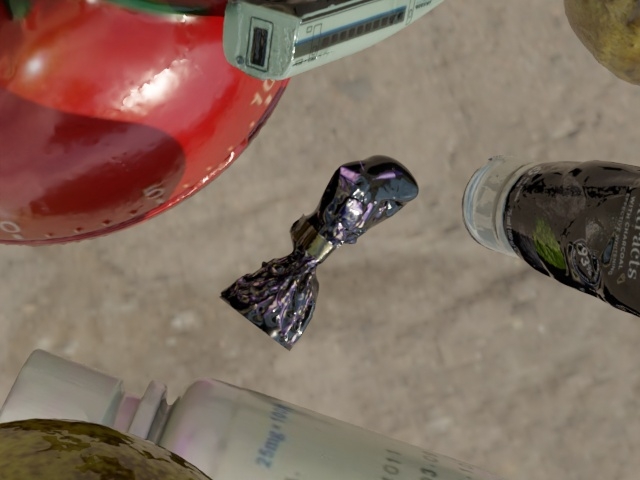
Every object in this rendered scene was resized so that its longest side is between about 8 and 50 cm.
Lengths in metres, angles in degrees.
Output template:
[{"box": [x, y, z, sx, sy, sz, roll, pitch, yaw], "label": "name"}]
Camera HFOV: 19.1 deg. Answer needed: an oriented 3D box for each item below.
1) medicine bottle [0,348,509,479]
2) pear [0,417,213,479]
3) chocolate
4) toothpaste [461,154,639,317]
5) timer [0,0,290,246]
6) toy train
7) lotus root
[{"box": [-0.041, 0.166, 1.019, 0.293, 0.170, 0.170, 20, 130, -1], "label": "medicine bottle"}, {"box": [-0.095, 0.173, 0.743, 0.197, 0.197, 0.197, -7, 136, -7], "label": "pear"}, {"box": [-0.001, -0.001, 1.243, 0.147, 0.070, 0.072, -54, 164, -11], "label": "chocolate"}, {"box": [0.122, -0.005, 0.773, 0.045, 0.193, 0.071, 6, 98, -24], "label": "toothpaste"}, {"box": [-0.193, -0.185, 1.274, 0.378, 0.378, 0.279, -14, 170, 0], "label": "timer"}, {"box": [0.030, -0.148, 1.189, 0.055, 0.252, 0.048, 15, 113, 28], "label": "toy train"}, {"box": [0.233, -0.176, 1.289, 0.138, 0.138, 0.214, -19, 164, 5], "label": "lotus root"}]
